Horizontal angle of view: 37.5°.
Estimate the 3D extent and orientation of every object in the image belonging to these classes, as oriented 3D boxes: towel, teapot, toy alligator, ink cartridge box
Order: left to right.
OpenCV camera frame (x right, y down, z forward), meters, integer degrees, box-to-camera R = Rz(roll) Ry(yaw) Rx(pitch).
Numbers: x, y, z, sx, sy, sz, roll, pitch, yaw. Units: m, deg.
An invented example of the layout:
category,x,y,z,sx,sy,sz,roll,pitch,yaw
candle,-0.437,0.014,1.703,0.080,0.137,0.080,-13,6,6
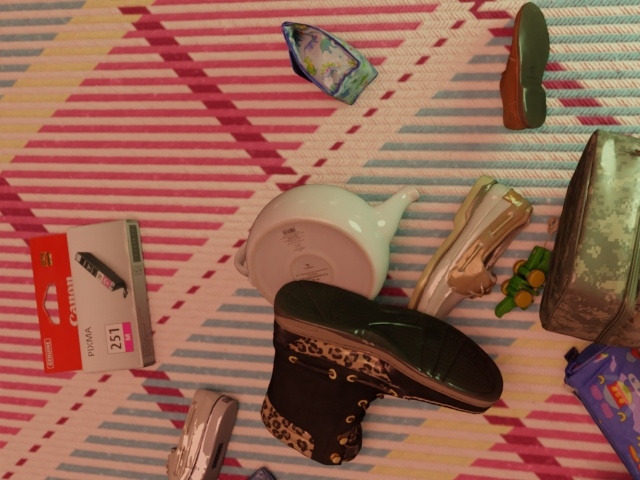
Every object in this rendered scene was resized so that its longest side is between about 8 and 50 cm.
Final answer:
category,x,y,z,sx,sy,sz,roll,pitch,yaw
ink cartridge box,-0.442,0.110,1.764,0.238,0.060,0.275,-8,88,15
towel,-0.088,0.468,1.677,0.067,0.029,0.119,-43,79,13
teapot,0.000,0.000,1.575,0.255,0.187,0.253,21,127,-2
toy alligator,0.351,0.052,1.537,0.051,0.056,0.190,27,99,-28

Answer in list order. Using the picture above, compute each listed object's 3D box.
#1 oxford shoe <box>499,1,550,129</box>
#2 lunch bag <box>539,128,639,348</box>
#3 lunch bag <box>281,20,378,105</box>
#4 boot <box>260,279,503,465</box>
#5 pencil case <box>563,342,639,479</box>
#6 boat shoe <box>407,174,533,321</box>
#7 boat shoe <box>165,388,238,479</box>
category,x,y,z,sx,sy,sz,roll,pitch,yaw
oxford shoe,0.323,-0.283,1.535,0.076,0.076,0.212,-5,76,56
lunch bag,0.486,0.008,1.384,0.255,0.213,0.305,15,67,6
lunch bag,0.006,-0.307,1.593,0.151,0.129,0.096,45,101,11
boot,0.079,0.245,1.526,0.377,0.138,0.284,19,126,5
pencil case,0.495,0.289,1.457,0.133,0.119,0.306,-32,82,2
boat shoe,0.238,0.047,1.536,0.103,0.113,0.302,30,99,18
boat shoe,-0.233,0.397,1.687,0.088,0.096,0.268,20,95,19
